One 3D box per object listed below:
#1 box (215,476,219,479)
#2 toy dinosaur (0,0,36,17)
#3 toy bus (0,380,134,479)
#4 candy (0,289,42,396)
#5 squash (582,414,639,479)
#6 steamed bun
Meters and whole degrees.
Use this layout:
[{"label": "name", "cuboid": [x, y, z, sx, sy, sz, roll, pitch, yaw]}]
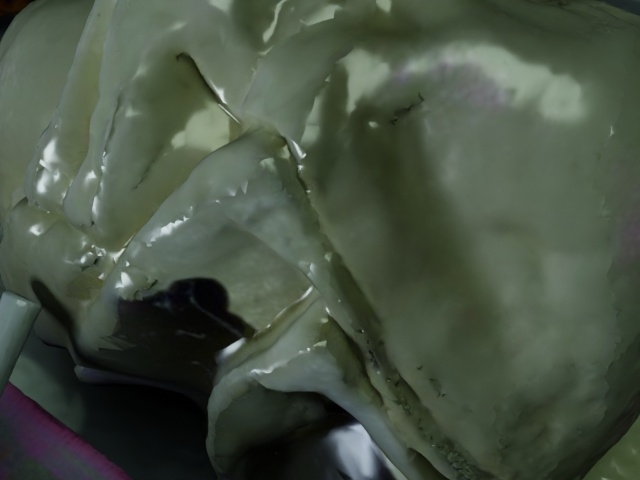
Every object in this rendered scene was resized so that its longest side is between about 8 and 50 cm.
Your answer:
[{"label": "box", "cuboid": [-0.012, 0.130, 0.793, 0.083, 0.024, 0.053, 22, 64, 7]}, {"label": "toy dinosaur", "cuboid": [-0.136, -0.211, 0.909, 0.208, 0.097, 0.432, -3, 59, 9]}, {"label": "toy bus", "cuboid": [-0.121, 0.120, 0.744, 0.274, 0.112, 0.090, 36, 59, 12]}, {"label": "candy", "cuboid": [-0.182, 0.184, 0.652, 0.124, 0.124, 0.365, 23, 85, 6]}, {"label": "squash", "cuboid": [0.173, 0.154, 0.783, 0.252, 0.049, 0.252, 2, 63, -3]}, {"label": "steamed bun", "cuboid": [0.000, 0.000, 0.727, 0.275, 0.320, 0.206, 30, 80, -28]}]
